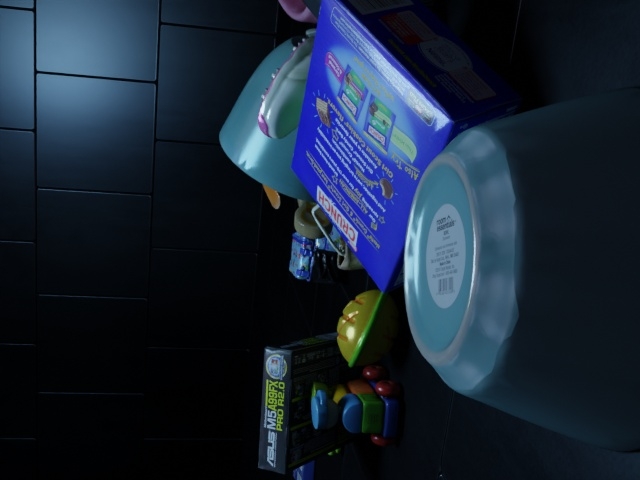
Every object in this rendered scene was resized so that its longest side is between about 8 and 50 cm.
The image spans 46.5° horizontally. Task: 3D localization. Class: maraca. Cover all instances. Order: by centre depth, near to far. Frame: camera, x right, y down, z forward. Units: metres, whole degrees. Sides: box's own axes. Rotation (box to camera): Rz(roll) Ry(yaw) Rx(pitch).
[{"bbox_3d":[0.087,0.130,1.251,0.185,0.099,0.127,-63,-2,-33],"label":"maraca"}]

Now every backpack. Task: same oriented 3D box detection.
[{"bbox_3d":[0.000,0.000,1.683,0.158,0.117,0.173,-131,48,-74],"label":"backpack"}]

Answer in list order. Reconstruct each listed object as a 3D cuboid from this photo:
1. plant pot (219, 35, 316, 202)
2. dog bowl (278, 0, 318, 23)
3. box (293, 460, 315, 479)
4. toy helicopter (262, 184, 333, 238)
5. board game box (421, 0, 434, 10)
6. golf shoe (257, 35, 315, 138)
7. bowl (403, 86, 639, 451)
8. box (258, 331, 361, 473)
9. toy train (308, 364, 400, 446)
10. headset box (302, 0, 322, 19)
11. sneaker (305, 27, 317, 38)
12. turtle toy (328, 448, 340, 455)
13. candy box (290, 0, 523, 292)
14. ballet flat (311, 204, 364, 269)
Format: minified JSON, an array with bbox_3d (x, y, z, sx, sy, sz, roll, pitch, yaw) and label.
[{"bbox_3d":[-0.020,-0.253,1.452,0.293,0.293,0.235,-103,35,-55],"label":"plant pot"},{"bbox_3d":[-0.012,-0.621,1.478,0.408,0.150,0.408,162,90,-76],"label":"dog bowl"},{"bbox_3d":[-0.040,0.528,1.949,0.136,0.037,0.225,-165,77,-79],"label":"box"},{"bbox_3d":[-0.045,-0.133,1.632,0.355,0.235,0.140,-99,17,-48],"label":"toy helicopter"},{"bbox_3d":[0.151,-0.458,1.197,0.146,0.045,0.193,104,165,-45],"label":"board game box"},{"bbox_3d":[0.037,-0.256,1.124,0.306,0.140,0.115,-46,-18,3],"label":"golf shoe"},{"bbox_3d":[0.174,0.020,0.637,0.311,0.163,0.311,-177,90,-78],"label":"bowl"},{"bbox_3d":[-0.012,0.291,1.387,0.270,0.060,0.216,0,-86,-60],"label":"box"},{"bbox_3d":[0.042,0.270,1.304,0.248,0.143,0.105,-145,59,-77],"label":"toy train"},{"bbox_3d":[0.026,-0.461,0.990,0.283,0.246,0.131,-43,17,3],"label":"headset box"},{"bbox_3d":[0.103,-0.247,1.218,0.330,0.146,0.122,65,-171,16],"label":"sneaker"},{"bbox_3d":[0.012,0.409,1.630,0.095,0.066,0.130,69,-171,-52],"label":"turtle toy"},{"bbox_3d":[0.090,-0.134,0.984,0.268,0.122,0.317,54,148,28],"label":"candy box"},{"bbox_3d":[0.028,-0.088,1.310,0.107,0.106,0.316,-109,3,-78],"label":"ballet flat"}]
